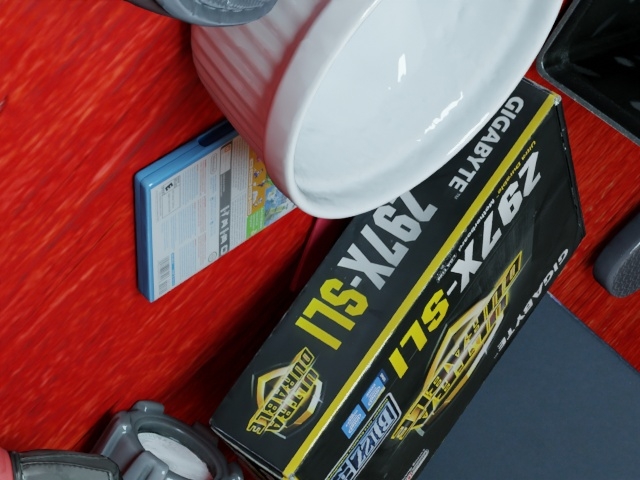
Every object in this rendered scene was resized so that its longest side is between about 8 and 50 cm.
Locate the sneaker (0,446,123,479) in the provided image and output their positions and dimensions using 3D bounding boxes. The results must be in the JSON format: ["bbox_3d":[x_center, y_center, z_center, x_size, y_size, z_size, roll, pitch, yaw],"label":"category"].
[{"bbox_3d":[-0.165,0.244,1.088,0.135,0.097,0.276,-6,117,-15],"label":"sneaker"}]

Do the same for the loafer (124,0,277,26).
[{"bbox_3d":[-0.106,-0.160,0.720,0.302,0.095,0.109,9,91,-67],"label":"loafer"}]

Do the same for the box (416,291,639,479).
[{"bbox_3d":[0.206,0.230,1.552,0.212,0.293,0.395,-44,156,-6],"label":"box"}]

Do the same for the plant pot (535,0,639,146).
[{"bbox_3d":[0.300,-0.159,1.258,0.187,0.188,0.167,-59,166,26],"label":"plant pot"}]

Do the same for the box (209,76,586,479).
[{"bbox_3d":[0.069,0.057,1.255,0.322,0.079,0.257,-54,156,-12],"label":"box"}]

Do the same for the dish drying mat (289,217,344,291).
[{"bbox_3d":[0.000,0.000,1.208,0.032,0.008,0.083,-24,147,-41],"label":"dish drying mat"}]

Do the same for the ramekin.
[{"bbox_3d":[0.026,-0.124,0.935,0.207,0.109,0.207,-36,155,-20],"label":"ramekin"}]

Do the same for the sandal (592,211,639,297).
[{"bbox_3d":[0.350,-0.054,1.647,0.254,0.054,0.097,-42,146,-1],"label":"sandal"}]

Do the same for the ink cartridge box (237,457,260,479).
[{"bbox_3d":[-0.039,0.157,1.363,0.048,0.028,0.083,-33,153,-26],"label":"ink cartridge box"}]

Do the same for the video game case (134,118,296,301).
[{"bbox_3d":[-0.044,-0.041,1.065,0.166,0.015,0.119,-34,152,-25],"label":"video game case"}]

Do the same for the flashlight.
[{"bbox_3d":[-0.170,0.257,1.203,0.103,0.103,0.304,25,107,-21],"label":"flashlight"}]
